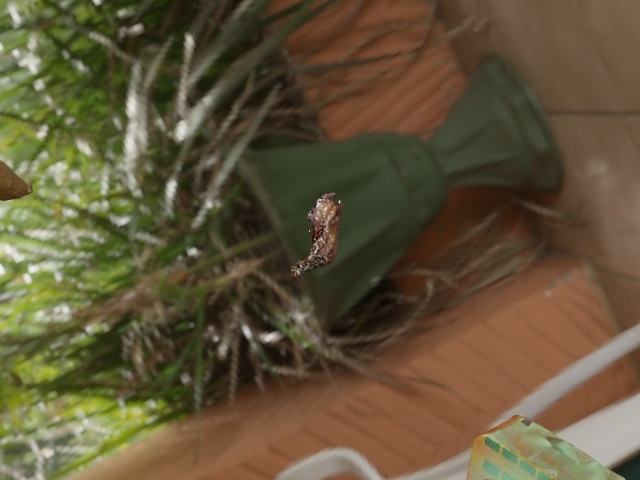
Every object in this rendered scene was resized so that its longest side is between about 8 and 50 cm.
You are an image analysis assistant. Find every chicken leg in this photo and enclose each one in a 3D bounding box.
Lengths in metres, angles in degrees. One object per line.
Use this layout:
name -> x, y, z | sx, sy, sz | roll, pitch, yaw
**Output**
chicken leg -> 0.002, 0.000, 1.039 | 0.036, 0.083, 0.021 | 31, 158, -34

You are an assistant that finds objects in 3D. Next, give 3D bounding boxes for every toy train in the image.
toy train -> 0.231, 0.258, 1.297 | 0.188, 0.072, 0.099 | 31, 129, 38

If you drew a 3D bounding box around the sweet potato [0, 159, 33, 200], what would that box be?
sweet potato -> -0.493, -0.085, 1.423 | 0.079, 0.346, 0.108 | -41, 68, 44
